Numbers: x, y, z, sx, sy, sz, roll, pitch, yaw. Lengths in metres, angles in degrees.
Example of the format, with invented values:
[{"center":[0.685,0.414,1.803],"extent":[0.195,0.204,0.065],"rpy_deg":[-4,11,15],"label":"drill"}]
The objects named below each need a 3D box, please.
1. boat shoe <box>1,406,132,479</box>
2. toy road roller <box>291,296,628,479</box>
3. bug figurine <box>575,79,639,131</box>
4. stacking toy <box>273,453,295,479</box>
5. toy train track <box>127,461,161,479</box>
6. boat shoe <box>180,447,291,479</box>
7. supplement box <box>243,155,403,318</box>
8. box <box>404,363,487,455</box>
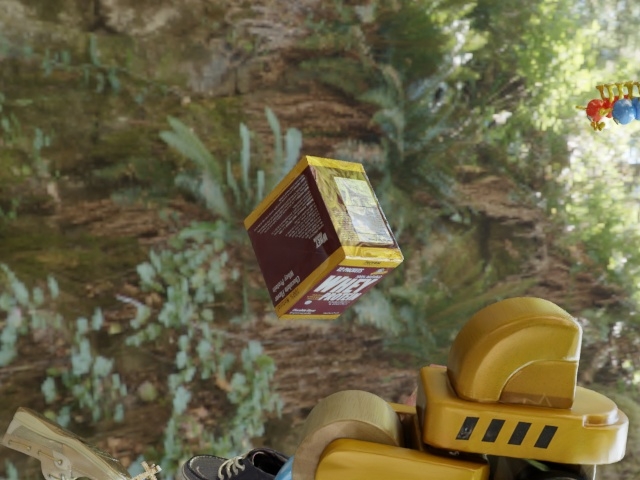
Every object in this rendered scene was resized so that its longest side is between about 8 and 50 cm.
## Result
[{"center":[-0.521,0.447,1.822],"extent":[0.302,0.109,0.098],"rpy_deg":[24,-104,20],"label":"boat shoe"},{"center":[0.145,0.175,0.920],"extent":[0.202,0.329,0.241],"rpy_deg":[-47,144,-85],"label":"toy road roller"},{"center":[0.505,-0.209,1.326],"extent":[0.279,0.216,0.072],"rpy_deg":[-53,132,-79],"label":"bug figurine"},{"center":[0.063,0.442,1.337],"extent":[0.302,0.175,0.166],"rpy_deg":[57,-26,19],"label":"stacking toy"},{"center":[-0.318,0.422,1.603],"extent":[0.048,0.083,0.014],"rpy_deg":[53,-55,16],"label":"toy train track"},{"center":[-0.172,0.515,1.993],"extent":[0.340,0.127,0.158],"rpy_deg":[12,-57,25],"label":"boat shoe"},{"center":[0.000,0.000,1.467],"extent":[0.191,0.129,0.194],"rpy_deg":[-44,-124,37],"label":"supplement box"},{"center":[0.196,0.378,1.525],"extent":[0.300,0.154,0.142],"rpy_deg":[-54,-159,-18],"label":"box"}]
